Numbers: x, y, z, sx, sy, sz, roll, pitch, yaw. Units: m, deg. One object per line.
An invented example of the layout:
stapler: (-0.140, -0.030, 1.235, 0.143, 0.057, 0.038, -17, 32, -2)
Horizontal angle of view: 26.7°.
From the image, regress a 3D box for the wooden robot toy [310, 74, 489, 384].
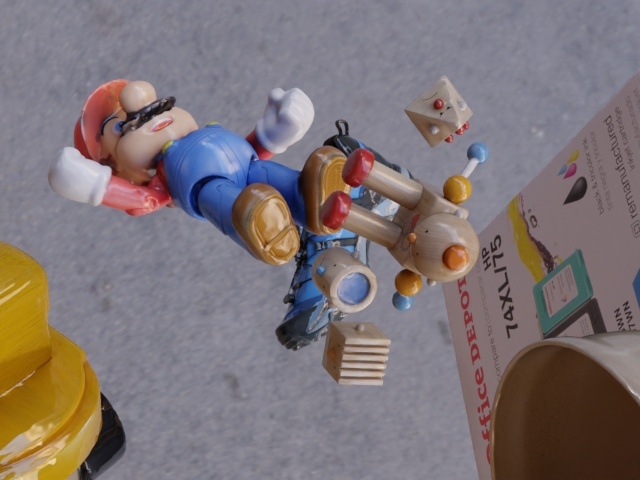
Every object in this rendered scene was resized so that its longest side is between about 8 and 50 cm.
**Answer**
wooden robot toy: (0.045, 0.002, 0.701, 0.076, 0.079, 0.173, 21, 101, -26)

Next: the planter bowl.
planter bowl: (0.155, 0.106, 0.544, 0.109, 0.162, 0.162, -13, 83, -19)

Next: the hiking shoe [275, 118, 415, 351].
hiking shoe: (0.000, 0.000, 1.682, 0.132, 0.113, 0.304, 37, 56, -14)

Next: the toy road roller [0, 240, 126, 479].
toy road roller: (-0.317, 0.093, 1.068, 0.329, 0.241, 0.202, 31, 47, 27)

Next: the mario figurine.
mario figurine: (-0.129, -0.091, 1.288, 0.198, 0.320, 0.170, 13, 95, -49)

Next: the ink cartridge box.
ink cartridge box: (0.243, 0.050, 0.937, 0.197, 0.270, 0.198, 8, 55, -24)
